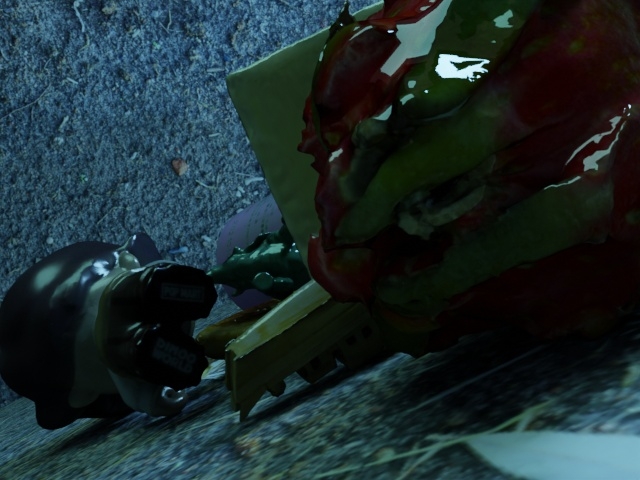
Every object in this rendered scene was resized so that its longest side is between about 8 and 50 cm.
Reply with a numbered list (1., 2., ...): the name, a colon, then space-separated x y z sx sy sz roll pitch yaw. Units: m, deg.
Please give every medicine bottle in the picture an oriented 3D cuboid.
1. medicine bottle: 0.000 0.000 1.075 0.178 0.178 0.291 -26 1 -39

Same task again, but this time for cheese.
1. cheese: 0.073 -0.073 0.736 0.242 0.265 0.124 -24 -1 11

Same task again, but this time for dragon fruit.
1. dragon fruit: 0.098 -0.054 0.464 0.237 0.231 0.303 -10 20 33

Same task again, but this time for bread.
1. bread: -0.045 0.095 0.864 0.154 0.054 0.136 -24 6 -27

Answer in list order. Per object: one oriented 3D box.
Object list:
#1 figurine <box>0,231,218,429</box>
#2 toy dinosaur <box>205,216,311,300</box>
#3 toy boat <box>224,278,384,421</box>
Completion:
1. figurine: -0.208 0.095 0.879 0.365 0.218 0.206 -8 -6 44
2. toy dinosaur: 0.015 0.013 0.838 0.292 0.079 0.120 -11 -14 11
3. toy boat: 0.014 0.064 0.608 0.206 0.072 0.064 -36 20 -13
